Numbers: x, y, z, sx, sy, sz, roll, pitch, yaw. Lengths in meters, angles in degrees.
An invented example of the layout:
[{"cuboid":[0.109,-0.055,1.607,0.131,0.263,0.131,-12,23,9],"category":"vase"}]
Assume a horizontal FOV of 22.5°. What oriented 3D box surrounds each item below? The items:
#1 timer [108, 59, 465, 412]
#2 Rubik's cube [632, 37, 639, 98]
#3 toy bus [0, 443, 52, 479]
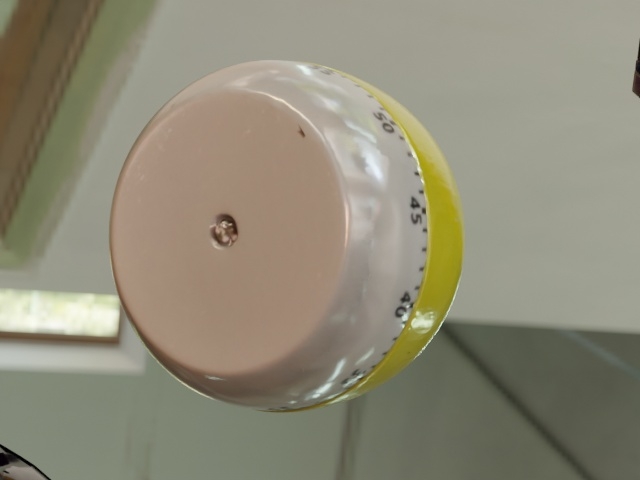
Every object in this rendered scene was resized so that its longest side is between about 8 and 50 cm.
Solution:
[{"cuboid":[0.000,0.000,1.237,0.285,0.285,0.285,-175,-90,-67],"category":"timer"},{"cuboid":[0.280,-0.124,1.160,0.093,0.111,0.111,16,-76,26],"category":"Rubik's cube"},{"cuboid":[-0.075,0.242,0.434,0.171,0.162,0.386,-21,-74,38],"category":"toy bus"}]
